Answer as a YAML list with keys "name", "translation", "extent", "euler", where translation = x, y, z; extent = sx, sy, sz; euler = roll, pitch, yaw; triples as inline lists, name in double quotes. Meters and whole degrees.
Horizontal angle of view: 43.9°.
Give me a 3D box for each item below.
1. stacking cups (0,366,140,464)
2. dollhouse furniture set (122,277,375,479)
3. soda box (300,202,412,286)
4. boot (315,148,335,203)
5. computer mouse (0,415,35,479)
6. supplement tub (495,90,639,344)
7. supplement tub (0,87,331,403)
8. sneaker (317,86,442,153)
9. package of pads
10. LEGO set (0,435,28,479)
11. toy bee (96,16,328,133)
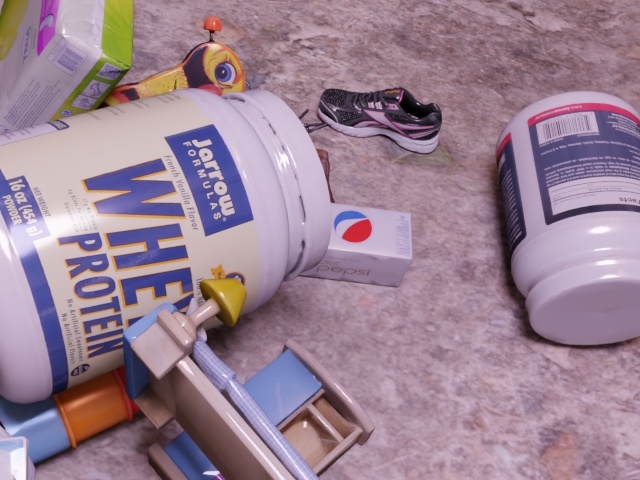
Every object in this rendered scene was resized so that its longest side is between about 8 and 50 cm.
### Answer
- name: "stacking cups"
  translation: [-0.290, 0.191, 0.792]
  extent: [0.316, 0.096, 0.096]
  euler: [-19, 63, -27]
- name: "dollhouse furniture set"
  translation: [-0.009, 0.179, 0.715]
  extent: [0.198, 0.303, 0.286]
  euler: [-36, 70, -27]
- name: "soda box"
  translation: [0.000, 0.000, 0.970]
  extent: [0.216, 0.074, 0.069]
  euler: [8, 57, -7]
- name: "boot"
  translation: [-0.032, -0.068, 1.034]
  extent: [0.106, 0.037, 0.114]
  euler: [-1, 62, -9]
- name: "computer mouse"
  translation: [-0.295, 0.214, 0.714]
  extent: [0.106, 0.193, 0.042]
  euler: [-34, 32, -20]
- name: "supplement tub"
  translation: [0.325, -0.029, 0.981]
  extent: [0.191, 0.191, 0.272]
  euler: [5, 57, -7]
- name: "supplement tub"
  translation: [-0.177, -0.011, 0.758]
  extent: [0.324, 0.235, 0.235]
  euler: [-21, 64, -29]
- name: "sneaker"
  translation: [0.088, -0.186, 1.105]
  extent: [0.178, 0.077, 0.072]
  euler: [13, 55, -2]
- name: "package of pads"
  translation: [-0.324, -0.272, 0.993]
  extent: [0.101, 0.229, 0.297]
  euler: [21, 49, -35]
- name: "LEGO set"
  translation: [-0.320, 0.276, 0.596]
  extent: [0.182, 0.060, 0.244]
  euler: [-4, 66, -7]
- name: "toy bee"
  translation: [-0.162, -0.196, 1.013]
  extent: [0.298, 0.162, 0.195]
  euler: [-19, 18, -30]
